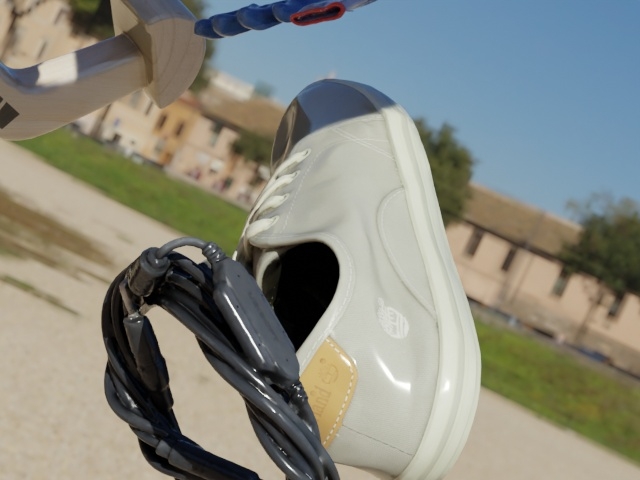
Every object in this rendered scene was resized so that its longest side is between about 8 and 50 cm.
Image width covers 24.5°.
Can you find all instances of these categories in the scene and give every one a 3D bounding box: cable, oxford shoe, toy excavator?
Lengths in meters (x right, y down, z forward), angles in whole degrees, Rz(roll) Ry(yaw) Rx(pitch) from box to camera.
[{"bbox_3d":[-0.058,0.092,0.777,0.150,0.047,0.184,-34,-93,49],"label":"cable"},{"bbox_3d":[0.000,0.000,1.050,0.130,0.169,0.449,12,29,-16],"label":"oxford shoe"},{"bbox_3d":[-0.350,-0.140,1.285,0.222,0.433,0.445,48,2,26],"label":"toy excavator"}]

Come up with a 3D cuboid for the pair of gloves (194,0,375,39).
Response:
[{"bbox_3d":[0.009,-0.182,1.092,0.198,0.023,0.159,-4,18,43],"label":"pair of gloves"}]
